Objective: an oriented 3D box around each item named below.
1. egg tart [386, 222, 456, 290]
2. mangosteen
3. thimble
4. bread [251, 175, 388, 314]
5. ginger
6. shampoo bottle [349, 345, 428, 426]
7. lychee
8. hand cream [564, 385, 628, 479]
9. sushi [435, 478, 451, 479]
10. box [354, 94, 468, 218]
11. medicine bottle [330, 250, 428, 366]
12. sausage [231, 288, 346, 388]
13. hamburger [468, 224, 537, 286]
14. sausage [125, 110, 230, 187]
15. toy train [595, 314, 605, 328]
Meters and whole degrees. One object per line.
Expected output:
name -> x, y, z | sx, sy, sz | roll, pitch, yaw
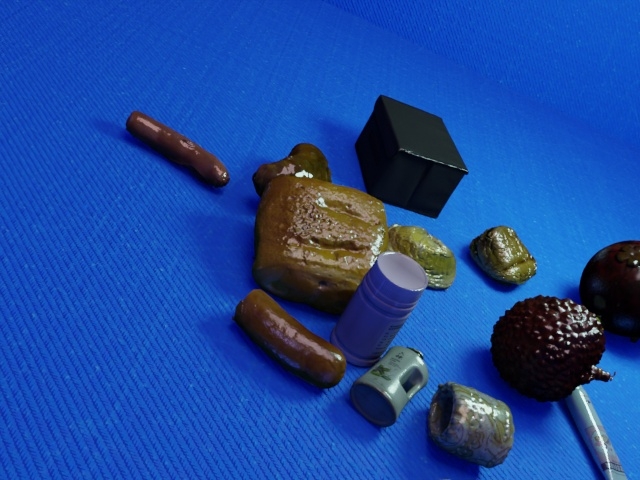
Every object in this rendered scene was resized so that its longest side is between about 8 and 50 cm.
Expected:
egg tart -> 0.288, 0.029, 2.001 | 0.252, 0.098, 0.232 | 43, 33, 14
mangosteen -> 0.941, 0.172, 2.152 | 0.306, 0.359, 0.306 | -9, 37, 7
thimble -> 0.317, 0.382, 1.516 | 0.144, 0.137, 0.190 | 23, 23, -8
bread -> 0.003, -0.004, 1.723 | 0.328, 0.148, 0.337 | 18, 55, -15
ginger -> -0.060, -0.172, 1.973 | 0.172, 0.165, 0.321 | 40, 29, 5
shampoo bottle -> 0.166, 0.302, 1.560 | 0.118, 0.087, 0.234 | 38, 35, 15
lychee -> 0.559, 0.263, 1.725 | 0.300, 0.264, 0.264 | 25, 28, 33
hand cream -> 0.658, 0.475, 1.710 | 0.085, 0.058, 0.331 | 27, 35, -32
sushi -> 0.286, 0.520, 1.350 | 0.273, 0.134, 0.109 | 11, 17, 6
box -> 0.284, -0.271, 2.303 | 0.251, 0.204, 0.345 | 16, 35, -18
medicine bottle -> 0.127, 0.154, 1.585 | 0.133, 0.249, 0.133 | 17, 35, -13
sausage -> -0.064, 0.212, 1.510 | 0.270, 0.109, 0.109 | 36, 34, 13
hamburger -> 0.555, 0.042, 2.147 | 0.183, 0.130, 0.206 | -14, 54, -42
sausage -> -0.379, -0.243, 1.919 | 0.327, 0.079, 0.087 | 32, 23, 5
toy train -> 0.720, 0.257, 1.972 | 0.219, 0.127, 0.089 | -9, 48, -40
